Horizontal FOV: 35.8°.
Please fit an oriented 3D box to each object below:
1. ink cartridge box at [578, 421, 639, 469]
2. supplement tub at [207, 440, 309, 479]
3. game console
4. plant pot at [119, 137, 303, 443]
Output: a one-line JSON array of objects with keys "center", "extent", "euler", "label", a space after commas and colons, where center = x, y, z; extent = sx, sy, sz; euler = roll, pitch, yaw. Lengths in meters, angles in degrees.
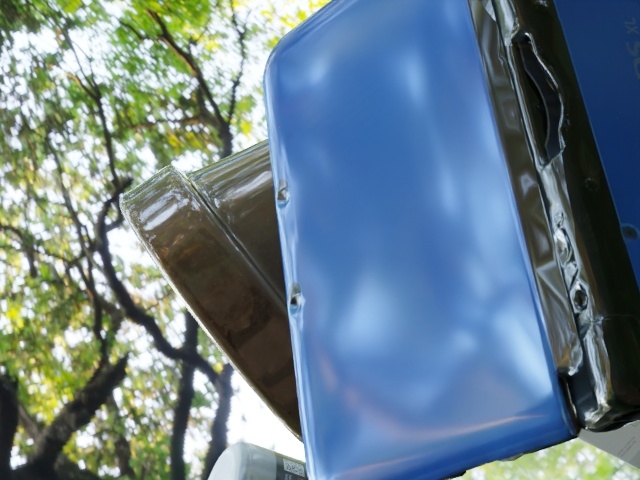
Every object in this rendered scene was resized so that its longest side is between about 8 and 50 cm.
[{"center": [0.420, 0.165, 1.374], "extent": [0.239, 0.060, 0.275], "euler": [26, -63, -9], "label": "ink cartridge box"}, {"center": [0.005, 0.388, 1.236], "extent": [0.316, 0.193, 0.193], "euler": [22, -75, -12], "label": "supplement tub"}, {"center": [0.119, -0.026, 0.519], "extent": [0.250, 0.293, 0.173], "euler": [1, -28, -16], "label": "game console"}, {"center": [0.000, 0.000, 0.823], "extent": [0.229, 0.263, 0.263], "euler": [-38, -56, -3], "label": "plant pot"}]
